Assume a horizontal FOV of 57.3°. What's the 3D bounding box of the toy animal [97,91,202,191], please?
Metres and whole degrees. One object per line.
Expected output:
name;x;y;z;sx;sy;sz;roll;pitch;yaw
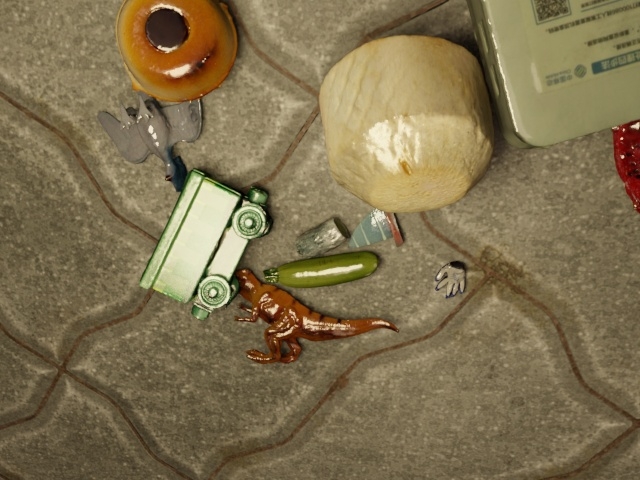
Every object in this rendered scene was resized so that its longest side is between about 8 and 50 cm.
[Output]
toy animal;-0.343;-0.229;1.201;0.239;0.176;0.255;-14;75;12

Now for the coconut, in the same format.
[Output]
coconut;0.150;-0.214;1.012;0.328;0.329;0.329;4;113;9

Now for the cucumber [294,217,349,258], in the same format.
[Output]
cucumber;0.002;-0.001;1.238;0.112;0.064;0.064;-28;105;21

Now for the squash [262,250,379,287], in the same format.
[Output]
squash;0.003;0.067;1.263;0.252;0.066;0.066;-8;111;11

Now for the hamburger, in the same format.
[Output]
hamburger;-0.263;-0.368;1.078;0.237;0.147;0.237;0;97;-3

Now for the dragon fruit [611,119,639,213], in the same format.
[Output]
dragon fruit;0.673;-0.124;1.026;0.317;0.152;0.205;22;127;27

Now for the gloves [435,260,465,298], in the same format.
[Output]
gloves;0.276;0.084;1.245;0.064;0.026;0.086;6;118;9

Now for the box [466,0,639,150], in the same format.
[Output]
box;0.444;-0.374;0.919;0.396;0.111;0.397;-16;98;4

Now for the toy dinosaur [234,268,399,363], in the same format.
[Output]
toy dinosaur;-0.061;0.198;1.317;0.432;0.097;0.208;20;108;2

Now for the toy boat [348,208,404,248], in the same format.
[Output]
toy boat;0.105;-0.018;1.229;0.122;0.034;0.096;-16;103;18

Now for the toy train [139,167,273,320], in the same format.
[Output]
toy train;-0.230;0.007;1.217;0.202;0.120;0.301;26;94;-3
